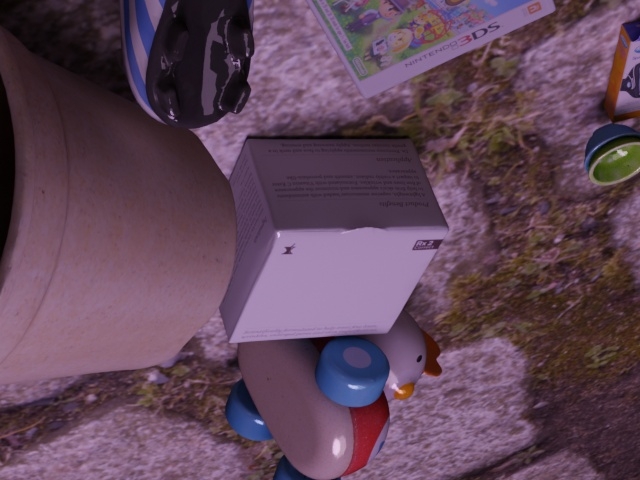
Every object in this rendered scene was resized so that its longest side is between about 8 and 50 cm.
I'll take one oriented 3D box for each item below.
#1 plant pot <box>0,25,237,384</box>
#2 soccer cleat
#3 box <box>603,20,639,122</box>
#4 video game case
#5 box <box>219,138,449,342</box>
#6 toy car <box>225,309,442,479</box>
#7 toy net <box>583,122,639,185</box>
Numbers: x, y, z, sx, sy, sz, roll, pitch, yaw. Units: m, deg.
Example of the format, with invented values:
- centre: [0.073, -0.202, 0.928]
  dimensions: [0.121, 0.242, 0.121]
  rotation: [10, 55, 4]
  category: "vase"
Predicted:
- centre: [-0.243, -0.013, 1.214]
  dimensions: [0.334, 0.333, 0.305]
  rotation: [-37, 154, 25]
  category: "plant pot"
- centre: [-0.095, -0.246, 1.114]
  dimensions: [0.116, 0.143, 0.331]
  rotation: [-2, 120, -33]
  category: "soccer cleat"
- centre: [0.327, -0.175, 1.489]
  dimensions: [0.081, 0.028, 0.136]
  rotation: [-13, 144, -9]
  category: "box"
- centre: [0.089, -0.222, 1.305]
  dimensions: [0.193, 0.023, 0.212]
  rotation: [-25, 146, 8]
  category: "video game case"
- centre: [0.000, 0.000, 1.493]
  dimensions: [0.181, 0.119, 0.182]
  rotation: [-1, 143, -24]
  category: "box"
- centre: [0.049, 0.145, 1.673]
  dimensions: [0.238, 0.210, 0.219]
  rotation: [-12, 139, -32]
  category: "toy car"
- centre: [0.362, -0.135, 1.497]
  dimensions: [0.122, 0.045, 0.232]
  rotation: [15, 134, -40]
  category: "toy net"
